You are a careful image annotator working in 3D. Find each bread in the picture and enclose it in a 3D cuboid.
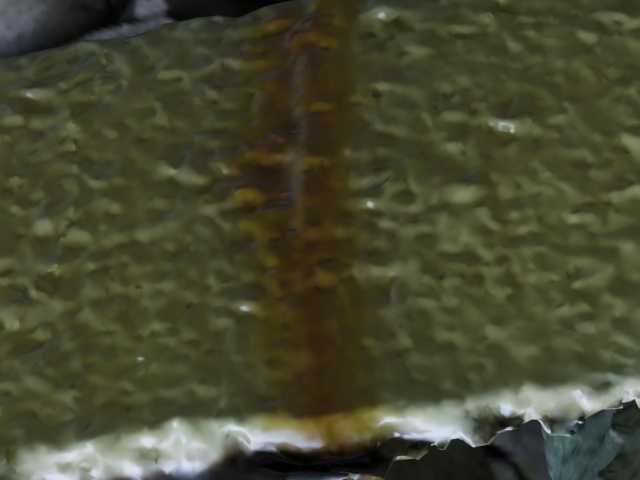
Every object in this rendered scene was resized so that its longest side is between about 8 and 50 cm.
[{"bbox_3d":[0.000,0.000,0.429,0.266,0.141,0.178,-6,176,2],"label":"bread"}]

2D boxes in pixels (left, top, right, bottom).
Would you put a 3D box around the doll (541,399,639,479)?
[{"bbox_3d":[0.196,0.055,0.626,0.247,0.349,0.247,11,134,11],"label":"doll"}]
